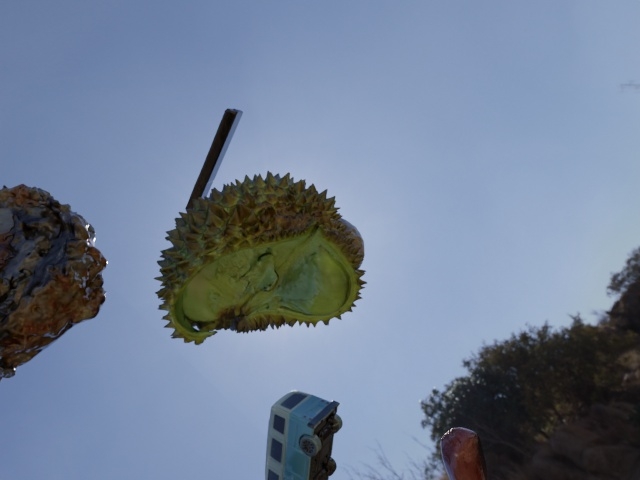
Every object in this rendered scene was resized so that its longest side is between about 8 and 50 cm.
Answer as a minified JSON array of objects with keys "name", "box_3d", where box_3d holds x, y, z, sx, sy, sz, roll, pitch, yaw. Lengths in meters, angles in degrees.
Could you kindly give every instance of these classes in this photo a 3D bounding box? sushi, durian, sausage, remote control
[{"name":"sushi","box_3d":[-0.622,0.065,0.866,0.417,0.417,0.176,-43,-21,-23]},{"name":"durian","box_3d":[-0.076,0.023,0.556,0.237,0.176,0.200,-17,-63,-7]},{"name":"sausage","box_3d":[0.202,0.310,0.658,0.059,0.054,0.094,-49,-56,-60]},{"name":"remote control","box_3d":[-0.230,-0.171,1.001,0.245,0.025,0.063,-62,-1,19]}]

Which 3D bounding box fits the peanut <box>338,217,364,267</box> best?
[{"name":"peanut","box_3d":[0.004,0.004,1.084,0.159,0.291,0.143,40,-96,-32]}]

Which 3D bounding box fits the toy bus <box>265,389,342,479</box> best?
[{"name":"toy bus","box_3d":[-0.053,0.525,1.158,0.133,0.165,0.271,-16,-64,-58]}]
